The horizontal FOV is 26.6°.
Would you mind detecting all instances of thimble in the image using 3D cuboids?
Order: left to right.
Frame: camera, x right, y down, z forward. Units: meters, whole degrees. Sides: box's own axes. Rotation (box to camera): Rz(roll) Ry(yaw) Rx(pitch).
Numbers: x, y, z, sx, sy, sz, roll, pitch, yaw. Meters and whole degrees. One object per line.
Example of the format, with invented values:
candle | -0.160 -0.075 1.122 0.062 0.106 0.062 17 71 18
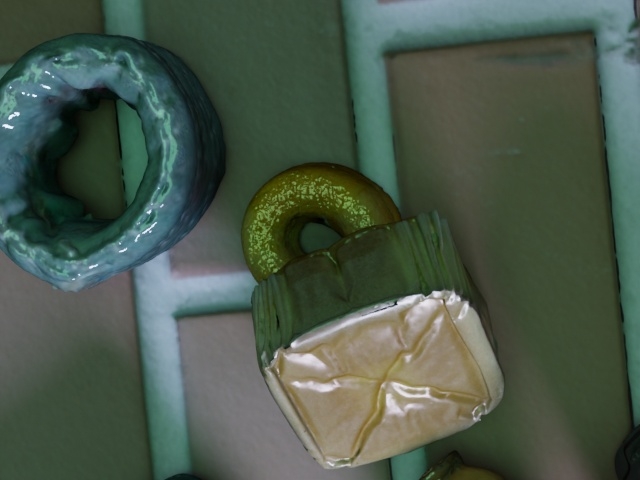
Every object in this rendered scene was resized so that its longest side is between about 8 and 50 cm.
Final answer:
thimble | -0.195 -0.064 1.191 0.198 0.143 0.235 17 96 8

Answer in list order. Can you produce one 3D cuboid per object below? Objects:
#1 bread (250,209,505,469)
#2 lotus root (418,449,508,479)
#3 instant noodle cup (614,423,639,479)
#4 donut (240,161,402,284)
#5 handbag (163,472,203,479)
bread | 0.049 0.085 1.135 0.192 0.210 0.110 -22 47 9
lotus root | 0.162 0.328 1.157 0.146 0.131 0.303 -23 89 10
instant noodle cup | 0.306 0.282 1.058 0.302 0.181 0.258 41 120 30
donut | 0.000 0.000 1.208 0.151 0.058 0.152 0 91 11
handbag | -0.139 0.375 1.225 0.274 0.100 0.269 -40 90 9
